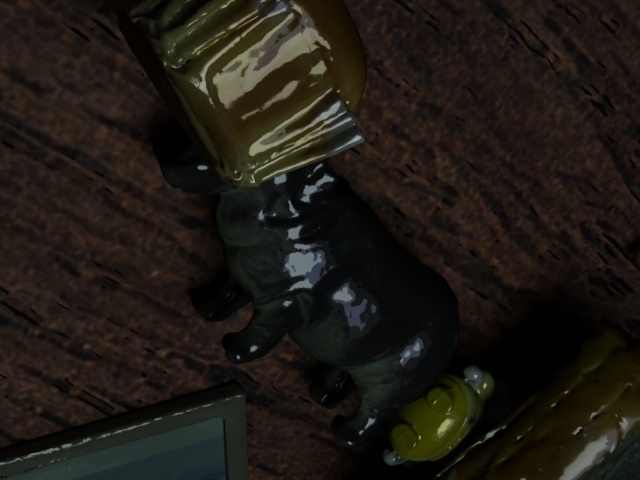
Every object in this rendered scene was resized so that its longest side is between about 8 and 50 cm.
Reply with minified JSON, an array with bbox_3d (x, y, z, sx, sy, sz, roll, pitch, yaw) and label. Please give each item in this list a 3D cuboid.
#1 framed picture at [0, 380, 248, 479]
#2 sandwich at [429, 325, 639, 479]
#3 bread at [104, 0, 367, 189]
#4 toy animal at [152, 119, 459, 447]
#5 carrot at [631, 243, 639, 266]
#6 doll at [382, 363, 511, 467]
[{"bbox_3d":[-0.211,0.253,1.095,0.335,0.022,0.247,-14,125,-20],"label":"framed picture"},{"bbox_3d":[0.186,0.214,1.183,0.301,0.099,0.271,-41,157,0],"label":"sandwich"},{"bbox_3d":[-0.064,-0.140,0.776,0.107,0.241,0.136,-34,130,-3],"label":"bread"},{"bbox_3d":[-0.016,0.006,0.989,0.168,0.106,0.343,-34,126,-4],"label":"toy animal"},{"bbox_3d":[0.378,-0.002,1.237,0.247,0.043,0.043,-9,124,-21],"label":"carrot"},{"bbox_3d":[0.106,0.145,1.141,0.106,0.062,0.162,-46,158,11],"label":"doll"}]
